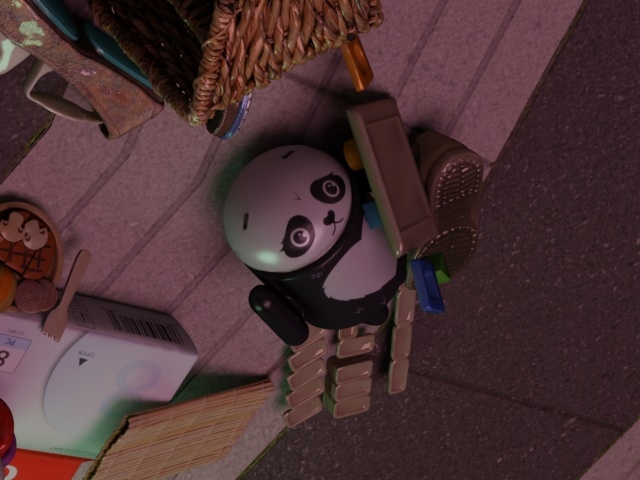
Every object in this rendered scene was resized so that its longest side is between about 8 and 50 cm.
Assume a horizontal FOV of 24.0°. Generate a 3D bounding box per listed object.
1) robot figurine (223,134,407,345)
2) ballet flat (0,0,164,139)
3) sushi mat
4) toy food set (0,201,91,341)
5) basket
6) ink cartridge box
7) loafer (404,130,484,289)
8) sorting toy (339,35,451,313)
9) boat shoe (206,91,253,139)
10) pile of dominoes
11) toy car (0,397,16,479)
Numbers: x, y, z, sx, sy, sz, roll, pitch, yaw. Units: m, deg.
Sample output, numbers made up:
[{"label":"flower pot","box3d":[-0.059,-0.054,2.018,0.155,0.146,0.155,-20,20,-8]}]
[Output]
[{"label":"robot figurine","box3d":[0.001,0.002,1.834,0.173,0.209,0.278,-25,140,17]},{"label":"ballet flat","box3d":[-0.280,-0.196,1.542,0.106,0.107,0.316,-38,136,10]},{"label":"sushi mat","box3d":[-0.186,0.260,1.957,0.316,0.019,0.151,-8,137,-57]},{"label":"toy food set","box3d":[-0.335,0.022,1.669,0.192,0.038,0.132,33,69,-36]},{"label":"basket","box3d":[-0.116,-0.291,1.422,0.223,0.299,0.213,-29,136,-9]},{"label":"ink cartridge box","box3d":[-0.374,0.235,1.848,0.308,0.091,0.385,16,114,-40]},{"label":"loafer","box3d":[0.150,-0.041,1.962,0.102,0.092,0.268,-14,142,-21]},{"label":"sorting toy","box3d":[0.076,-0.076,1.789,0.047,0.348,0.196,-17,-177,18]},{"label":"boat shoe","box3d":[-0.111,-0.200,1.681,0.066,0.066,0.183,1,115,-28]},{"label":"pile of dominoes","box3d":[0.034,0.132,2.085,0.196,0.040,0.251,-11,122,-25]},{"label":"toy car","box3d":[-0.404,0.239,1.699,0.136,0.159,0.182,-44,158,-35]}]
